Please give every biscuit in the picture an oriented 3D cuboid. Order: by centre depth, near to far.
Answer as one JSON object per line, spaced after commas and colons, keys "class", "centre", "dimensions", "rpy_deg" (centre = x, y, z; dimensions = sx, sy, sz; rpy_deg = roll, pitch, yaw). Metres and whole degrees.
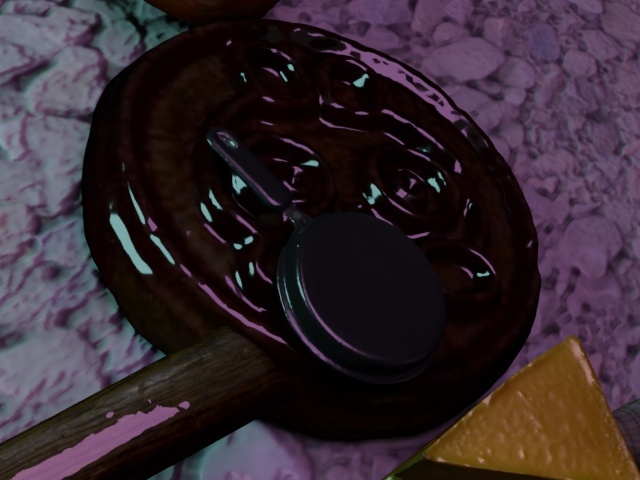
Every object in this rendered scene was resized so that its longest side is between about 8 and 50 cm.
{"class": "biscuit", "centre": [0.008, -0.033, 0.886], "dimensions": [0.407, 0.091, 0.408], "rpy_deg": [15, 47, -17]}

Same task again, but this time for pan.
{"class": "pan", "centre": [0.000, 0.000, 0.768], "dimensions": [0.235, 0.028, 0.136], "rpy_deg": [48, 47, 9]}

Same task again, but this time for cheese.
{"class": "cheese", "centre": [0.125, 0.155, 0.784], "dimensions": [0.171, 0.093, 0.126], "rpy_deg": [-9, 70, -30]}

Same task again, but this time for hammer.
{"class": "hammer", "centre": [-0.185, 0.143, 0.601], "dimensions": [0.408, 0.095, 0.242], "rpy_deg": [-26, 68, -35]}

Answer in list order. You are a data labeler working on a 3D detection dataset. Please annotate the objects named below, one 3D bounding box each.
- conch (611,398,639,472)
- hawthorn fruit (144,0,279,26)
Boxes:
{"class": "conch", "centre": [0.305, 0.168, 0.870], "dimensions": [0.234, 0.114, 0.137], "rpy_deg": [42, 32, 17]}
{"class": "hawthorn fruit", "centre": [-0.105, -0.282, 0.935], "dimensions": [0.207, 0.207, 0.243], "rpy_deg": [39, 26, 5]}
